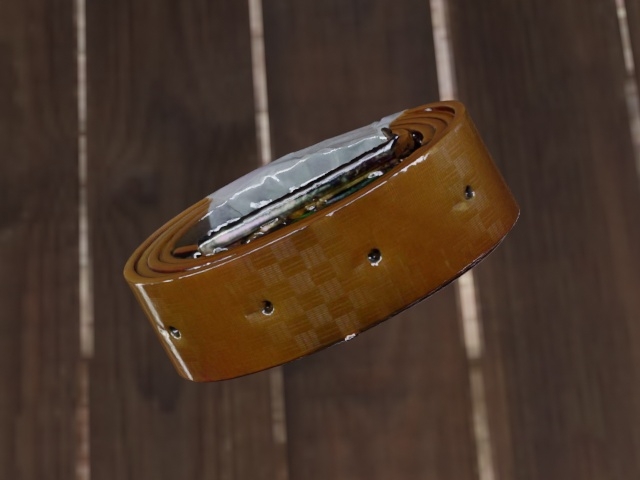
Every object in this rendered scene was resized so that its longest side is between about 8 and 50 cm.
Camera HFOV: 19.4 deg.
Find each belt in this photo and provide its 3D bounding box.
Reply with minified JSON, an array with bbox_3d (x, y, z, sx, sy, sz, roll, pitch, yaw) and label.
[{"bbox_3d":[0.000,0.000,1.283,0.261,0.184,0.105,-29,108,0],"label":"belt"}]
